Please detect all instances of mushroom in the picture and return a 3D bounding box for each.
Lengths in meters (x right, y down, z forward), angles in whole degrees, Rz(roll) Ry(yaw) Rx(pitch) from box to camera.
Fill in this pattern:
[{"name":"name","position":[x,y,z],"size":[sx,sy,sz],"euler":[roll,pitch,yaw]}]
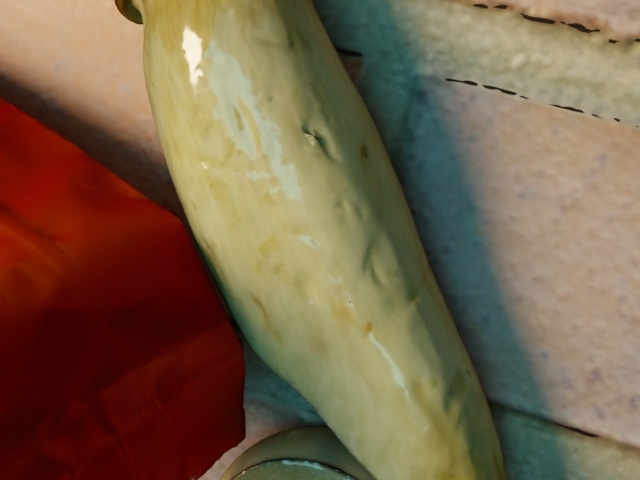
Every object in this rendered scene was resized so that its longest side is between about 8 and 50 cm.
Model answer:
[{"name":"mushroom","position":[-0.004,0.001,0.597],"size":[0.107,0.087,0.333],"euler":[-18,100,19]}]

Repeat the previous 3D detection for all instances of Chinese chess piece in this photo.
[{"name":"Chinese chess piece","position":[-0.002,0.159,0.649],"size":[0.122,0.051,0.122],"euler":[4,105,16]}]

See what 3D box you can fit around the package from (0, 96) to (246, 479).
[{"name":"package","position":[-0.238,-0.010,0.576],"size":[0.423,0.196,0.123],"euler":[33,124,16]}]
